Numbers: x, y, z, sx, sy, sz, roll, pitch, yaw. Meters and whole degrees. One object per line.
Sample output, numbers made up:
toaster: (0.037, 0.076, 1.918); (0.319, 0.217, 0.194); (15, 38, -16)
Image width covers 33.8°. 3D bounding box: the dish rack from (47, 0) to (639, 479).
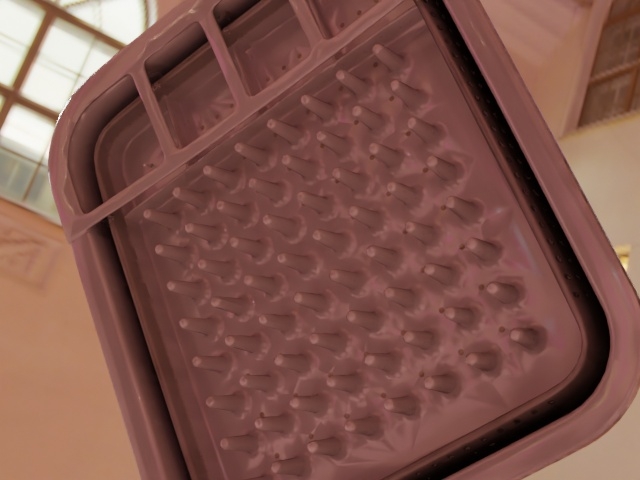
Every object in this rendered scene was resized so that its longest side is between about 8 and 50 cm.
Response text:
dish rack: (0.000, 0.000, 0.575); (0.285, 0.333, 0.072); (-33, -27, 21)
